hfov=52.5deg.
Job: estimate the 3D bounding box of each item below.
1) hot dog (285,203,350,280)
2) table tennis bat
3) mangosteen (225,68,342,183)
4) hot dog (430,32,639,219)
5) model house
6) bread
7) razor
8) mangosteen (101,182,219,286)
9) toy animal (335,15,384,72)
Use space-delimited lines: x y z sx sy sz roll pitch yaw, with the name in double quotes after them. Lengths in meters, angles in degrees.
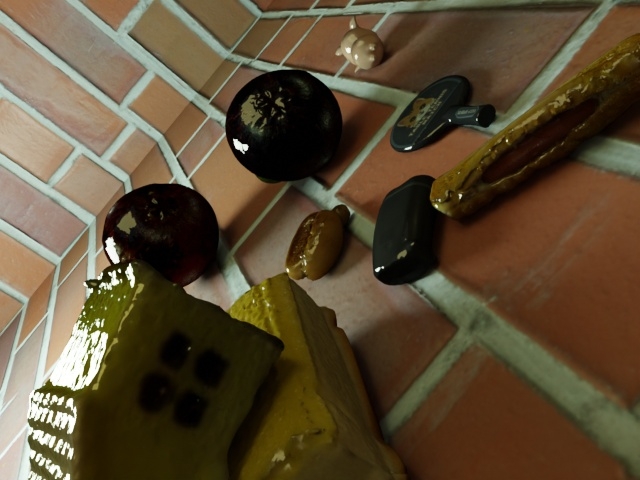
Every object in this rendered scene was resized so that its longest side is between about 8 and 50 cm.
-0.002 0.001 0.981 0.090 0.060 0.140 -19 47 42 "hot dog"
0.181 -0.187 0.966 0.150 0.027 0.236 -52 23 -3 "table tennis bat"
-0.059 -0.206 1.204 0.216 0.216 0.216 -38 28 25 "mangosteen"
0.242 -0.115 0.720 0.289 0.068 0.083 -39 4 32 "hot dog"
-0.178 0.157 0.589 0.193 0.175 0.234 -15 41 53 "model house"
-0.086 0.238 0.702 0.323 0.143 0.333 -47 26 12 "bread"
0.107 -0.014 0.820 0.090 0.054 0.148 -33 30 41 "razor"
-0.329 0.008 1.356 0.261 0.236 0.235 106 -178 -54 "mangosteen"
0.087 -0.398 1.332 0.083 0.089 0.150 -46 35 4 "toy animal"
